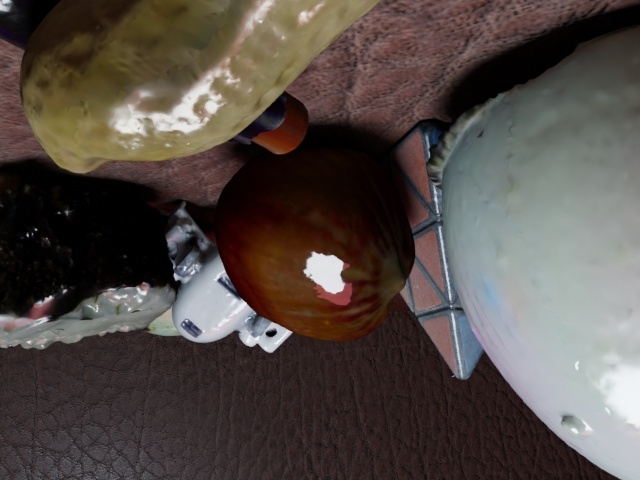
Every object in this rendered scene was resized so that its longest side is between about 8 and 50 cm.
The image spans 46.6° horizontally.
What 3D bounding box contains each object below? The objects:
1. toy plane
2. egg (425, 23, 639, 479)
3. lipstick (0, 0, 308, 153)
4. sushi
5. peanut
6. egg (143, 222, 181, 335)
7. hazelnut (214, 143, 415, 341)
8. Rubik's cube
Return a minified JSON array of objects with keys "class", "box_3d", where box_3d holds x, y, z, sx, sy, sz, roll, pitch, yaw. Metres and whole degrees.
[{"class":"toy plane","box_3d":[-0.109,0.041,1.015,0.245,0.244,0.117,-4,-162,4]},{"class":"egg","box_3d":[0.296,0.040,0.625,0.355,0.339,0.354,-11,161,-4]},{"class":"lipstick","box_3d":[-0.099,-0.120,0.488,0.081,0.081,0.300,-9,167,27]},{"class":"sushi","box_3d":[-0.335,0.019,0.852,0.349,0.207,0.234,-3,158,-30]},{"class":"peanut","box_3d":[-0.054,-0.116,0.345,0.236,0.110,0.120,-34,126,23]},{"class":"egg","box_3d":[-0.238,0.055,1.119,0.169,0.169,0.231,-10,155,31]},{"class":"hazelnut","box_3d":[0.000,0.000,0.792,0.230,0.229,0.229,-3,169,-1]},{"class":"Rubik's cube","box_3d":[0.154,-0.021,0.894,0.229,0.228,0.233,35,118,-6]}]
